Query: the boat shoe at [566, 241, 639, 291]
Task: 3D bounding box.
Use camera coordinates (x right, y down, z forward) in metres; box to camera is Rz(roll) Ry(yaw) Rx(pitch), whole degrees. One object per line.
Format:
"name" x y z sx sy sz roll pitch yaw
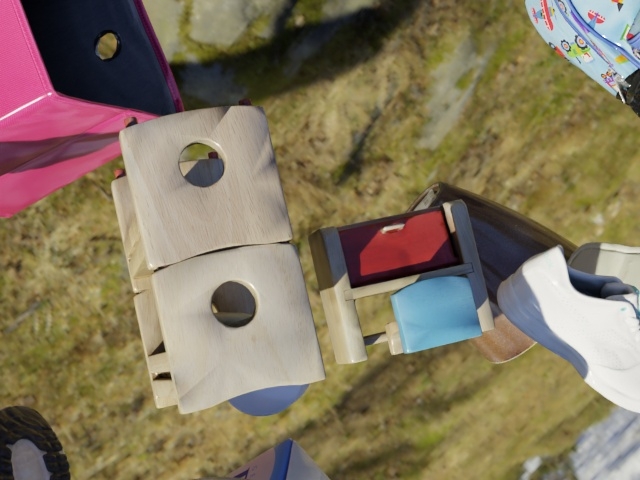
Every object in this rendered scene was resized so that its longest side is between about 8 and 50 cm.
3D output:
"boat shoe" 0.401 0.069 1.219 0.099 0.319 0.116 22 90 -23

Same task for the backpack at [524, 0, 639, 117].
"backpack" 0.196 -0.140 0.550 0.158 0.173 0.117 -52 170 6

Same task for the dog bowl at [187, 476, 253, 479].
"dog bowl" -0.101 0.395 0.971 0.349 0.349 0.102 -47 167 1

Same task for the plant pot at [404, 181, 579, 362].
"plant pot" 0.229 0.024 1.568 0.230 0.215 0.215 39 96 -10

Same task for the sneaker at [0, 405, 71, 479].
"sneaker" -0.396 0.425 1.366 0.182 0.410 0.158 -18 170 32

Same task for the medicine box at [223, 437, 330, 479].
"medicine box" -0.115 0.407 1.216 0.289 0.263 0.149 -35 104 16

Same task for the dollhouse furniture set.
"dollhouse furniture set" 0.000 0.000 0.534 0.183 0.129 0.129 -12 176 -15

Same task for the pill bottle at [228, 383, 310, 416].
"pill bottle" -0.065 0.127 1.232 0.121 0.121 0.216 -49 -173 5

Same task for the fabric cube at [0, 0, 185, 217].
"fabric cube" -0.341 -0.190 1.117 0.258 0.254 0.259 -26 171 19

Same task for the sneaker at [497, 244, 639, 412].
"sneaker" 0.270 0.081 0.984 0.212 0.080 0.094 32 123 -14
